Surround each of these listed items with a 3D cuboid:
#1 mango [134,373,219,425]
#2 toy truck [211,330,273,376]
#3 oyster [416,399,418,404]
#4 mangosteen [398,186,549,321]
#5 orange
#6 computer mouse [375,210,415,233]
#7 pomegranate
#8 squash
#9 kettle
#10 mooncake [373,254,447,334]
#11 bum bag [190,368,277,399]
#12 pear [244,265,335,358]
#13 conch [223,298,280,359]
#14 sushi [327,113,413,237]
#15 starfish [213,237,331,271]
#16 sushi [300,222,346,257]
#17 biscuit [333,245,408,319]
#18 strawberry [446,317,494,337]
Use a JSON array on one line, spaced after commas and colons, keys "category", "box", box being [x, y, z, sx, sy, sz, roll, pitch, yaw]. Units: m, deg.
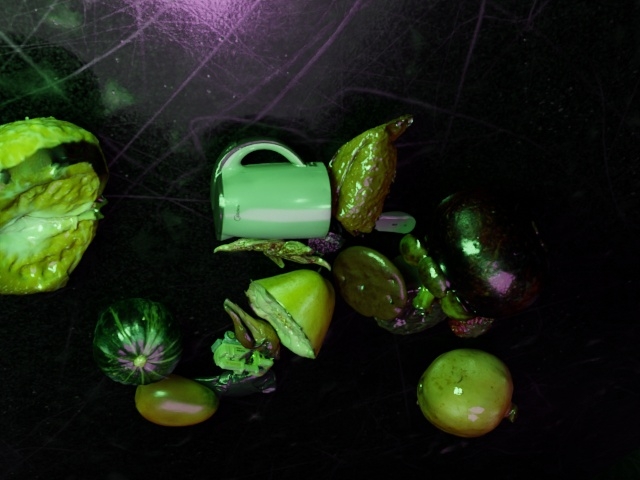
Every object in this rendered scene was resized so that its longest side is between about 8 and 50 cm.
[{"category": "mango", "box": [-0.389, 0.435, 1.861, 0.221, 0.120, 0.151, 20, 127, -19]}, {"category": "toy truck", "box": [-0.205, 0.312, 1.830, 0.169, 0.100, 0.077, 22, 125, -34]}, {"category": "oyster", "box": [0.347, 0.535, 2.307, 0.054, 0.019, 0.083, -27, 138, 10]}, {"category": "mangosteen", "box": [0.369, 0.034, 1.614, 0.330, 0.330, 0.330, -10, 136, -10]}, {"category": "orange", "box": [-0.544, -0.073, 1.235, 0.271, 0.210, 0.368, -32, 157, -48]}, {"category": "computer mouse", "box": [0.173, -0.047, 1.655, 0.110, 0.032, 0.055, 4, 131, -11]}, {"category": "pomegranate", "box": [0.434, 0.457, 2.086, 0.308, 0.307, 0.307, -10, 136, -10]}, {"category": "squash", "box": [-0.429, 0.238, 1.625, 0.218, 0.172, 0.218, -6, 130, -7]}, {"category": "kettle", "box": [-0.107, -0.107, 1.419, 0.237, 0.161, 0.221, -2, 115, -12]}, {"category": "mooncake", "box": [0.235, 0.150, 1.808, 0.228, 0.124, 0.228, -10, 137, -9]}, {"category": "bum bag", "box": [-0.246, 0.409, 1.942, 0.249, 0.060, 0.123, -15, 140, -2]}, {"category": "pear", "box": [-0.042, 0.155, 1.684, 0.178, 0.267, 0.266, -37, 140, -20]}, {"category": "conch", "box": [-0.180, 0.238, 1.782, 0.233, 0.086, 0.080, 32, 138, -34]}, {"category": "sushi", "box": [0.090, -0.145, 1.461, 0.140, 0.149, 0.287, 4, 107, -46]}, {"category": "starfish", "box": [-0.092, 0.027, 1.540, 0.278, 0.062, 0.236, 14, 170, -16]}, {"category": "sushi", "box": [0.000, 0.000, 1.623, 0.083, 0.056, 0.084, 14, 126, -31]}, {"category": "biscuit", "box": [0.119, 0.106, 1.691, 0.036, 0.212, 0.212, -44, 156, -43]}, {"category": "strawberry", "box": [0.438, 0.224, 1.981, 0.145, 0.086, 0.145, -9, 136, -8]}]
